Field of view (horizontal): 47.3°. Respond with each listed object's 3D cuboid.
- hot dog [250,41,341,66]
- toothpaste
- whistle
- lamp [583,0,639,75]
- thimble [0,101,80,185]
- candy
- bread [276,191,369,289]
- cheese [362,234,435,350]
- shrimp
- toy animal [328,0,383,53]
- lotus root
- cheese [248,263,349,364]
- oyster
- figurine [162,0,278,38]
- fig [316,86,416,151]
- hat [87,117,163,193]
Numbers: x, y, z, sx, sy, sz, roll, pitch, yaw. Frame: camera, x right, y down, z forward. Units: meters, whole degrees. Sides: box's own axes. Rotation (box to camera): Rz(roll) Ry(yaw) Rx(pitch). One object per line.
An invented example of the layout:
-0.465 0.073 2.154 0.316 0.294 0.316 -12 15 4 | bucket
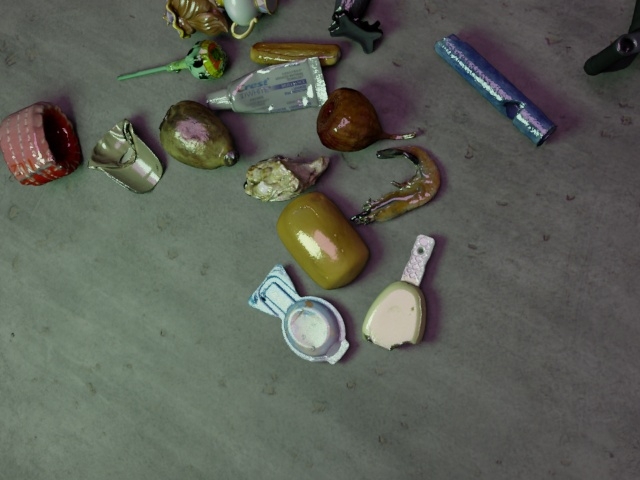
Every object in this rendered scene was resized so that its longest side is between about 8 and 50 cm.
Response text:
-0.057 -0.414 1.650 0.216 0.047 0.066 4 50 16 | hot dog
-0.125 -0.334 1.652 0.283 0.099 0.068 -7 54 17 | toothpaste
0.359 -0.317 1.512 0.062 0.062 0.304 -45 75 9 | whistle
0.685 -0.470 1.350 0.375 0.205 0.272 -6 88 -1 | lamp
-0.671 -0.232 1.755 0.125 0.163 0.189 -18 74 15 | thimble
-0.359 -0.405 1.734 0.306 0.083 0.091 -7 78 24 | candy
0.000 0.000 1.574 0.147 0.098 0.217 -45 74 12 | bread
0.182 0.112 1.532 0.127 0.050 0.255 22 92 17 | cheese
0.144 -0.120 1.565 0.219 0.046 0.152 -29 79 8 | shrimp
0.072 -0.525 1.618 0.117 0.121 0.209 -31 51 56 | toy animal
-0.274 -0.228 1.659 0.214 0.138 0.138 37 96 13 | lotus root
-0.042 0.169 1.592 0.245 0.052 0.135 41 97 15 | cheese
-0.076 -0.154 1.602 0.191 0.081 0.163 -22 43 -13 | oyster
-0.238 -0.548 1.666 0.264 0.142 0.189 -4 84 14 | figurine
0.097 -0.246 1.573 0.201 0.133 0.146 11 55 -23 | fig
-0.461 -0.188 1.747 0.175 0.085 0.147 45 87 -8 | hat
